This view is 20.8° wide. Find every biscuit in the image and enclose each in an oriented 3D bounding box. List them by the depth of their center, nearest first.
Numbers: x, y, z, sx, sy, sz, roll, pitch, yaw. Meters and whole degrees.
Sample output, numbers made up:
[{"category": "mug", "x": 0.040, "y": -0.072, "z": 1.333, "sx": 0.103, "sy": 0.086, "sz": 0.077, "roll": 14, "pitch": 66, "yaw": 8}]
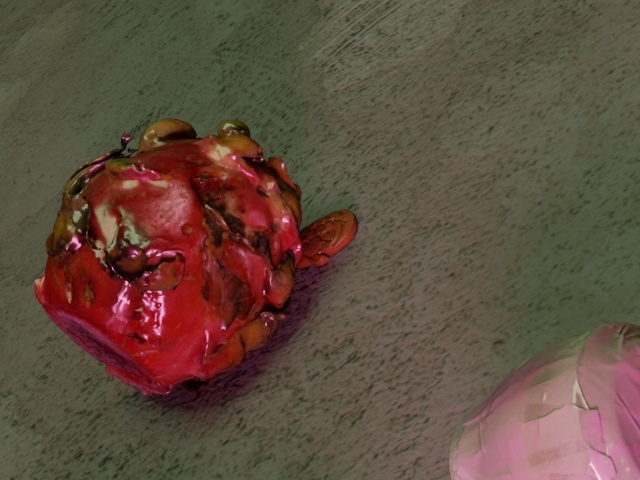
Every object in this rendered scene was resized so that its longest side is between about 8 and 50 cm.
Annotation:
[{"category": "biscuit", "x": 0.000, "y": 0.000, "z": 1.894, "sx": 0.091, "sy": 0.015, "sz": 0.078, "roll": -29, "pitch": 29, "yaw": 22}]

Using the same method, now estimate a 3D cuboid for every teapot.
[{"category": "teapot", "x": 0.195, "y": 0.186, "z": 1.273, "sx": 0.163, "sy": 0.221, "sz": 0.178, "roll": -12, "pitch": -11, "yaw": -47}]

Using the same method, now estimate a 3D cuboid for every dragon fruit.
[{"category": "dragon fruit", "x": -0.149, "y": 0.001, "z": 1.829, "sx": 0.250, "sy": 0.269, "sz": 0.291, "roll": 19, "pitch": 67, "yaw": 48}]
